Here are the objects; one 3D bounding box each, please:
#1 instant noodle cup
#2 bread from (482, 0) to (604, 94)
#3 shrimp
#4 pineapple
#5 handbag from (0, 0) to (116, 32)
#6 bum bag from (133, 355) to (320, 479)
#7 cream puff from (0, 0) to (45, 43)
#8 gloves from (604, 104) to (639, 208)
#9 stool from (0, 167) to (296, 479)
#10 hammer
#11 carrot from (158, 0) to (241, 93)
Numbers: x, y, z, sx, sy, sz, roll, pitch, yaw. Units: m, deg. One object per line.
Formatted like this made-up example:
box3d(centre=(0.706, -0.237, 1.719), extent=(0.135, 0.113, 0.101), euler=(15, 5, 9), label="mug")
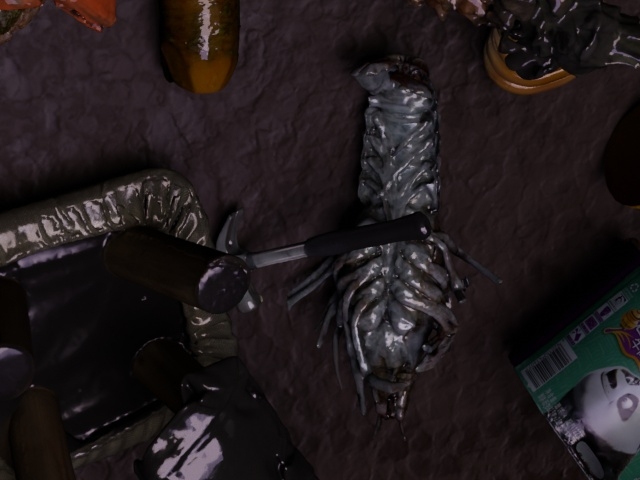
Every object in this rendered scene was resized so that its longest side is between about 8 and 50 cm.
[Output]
box3d(centre=(0.330, 0.150, 2.097), extent=(0.190, 0.251, 0.251), euler=(-35, 118, 5), label="instant noodle cup")
box3d(centre=(0.227, -0.205, 1.969), extent=(0.119, 0.177, 0.084), euler=(-22, 79, -5), label="bread")
box3d(centre=(0.077, 0.016, 1.999), extent=(0.221, 0.166, 0.410), euler=(5, 96, 12), label="shrimp")
box3d(centre=(0.171, -0.263, 1.802), extent=(0.223, 0.223, 0.357), euler=(-42, 77, -1), label="pineapple")
box3d(centre=(-0.332, -0.365, 1.621), extent=(0.410, 0.303, 0.116), euler=(17, 144, -25), label="handbag")
box3d(centre=(-0.067, 0.243, 1.826), extent=(0.142, 0.079, 0.326), euler=(-39, 124, -12), label="bum bag")
box3d(centre=(-0.318, -0.234, 1.741), extent=(0.183, 0.169, 0.183), euler=(-8, 113, -19), label="cream puff")
box3d(centre=(0.454, -0.051, 2.148), extent=(0.294, 0.116, 0.133), euler=(20, 130, -34), label="gloves")
box3d(centre=(-0.204, 0.127, 1.875), extent=(0.310, 0.226, 0.310), euler=(-21, 124, -14), label="stool")
box3d(centre=(0.000, 0.000, 1.938), extent=(0.246, 0.029, 0.103), euler=(-14, 103, 33), label="hammer")
box3d(centre=(-0.115, -0.228, 1.867), extent=(0.082, 0.082, 0.173), euler=(-8, 116, -17), label="carrot")
